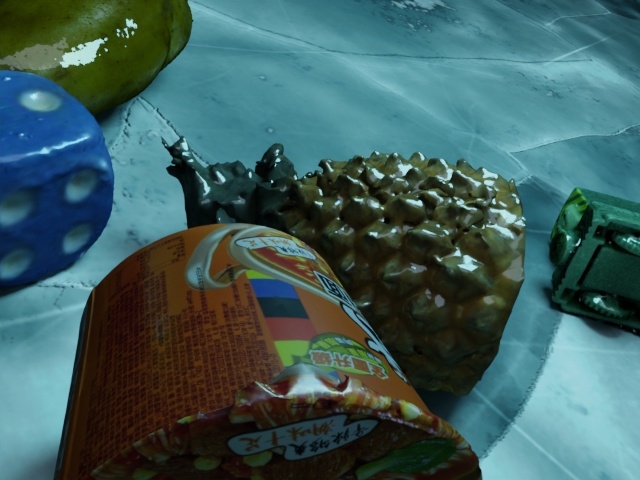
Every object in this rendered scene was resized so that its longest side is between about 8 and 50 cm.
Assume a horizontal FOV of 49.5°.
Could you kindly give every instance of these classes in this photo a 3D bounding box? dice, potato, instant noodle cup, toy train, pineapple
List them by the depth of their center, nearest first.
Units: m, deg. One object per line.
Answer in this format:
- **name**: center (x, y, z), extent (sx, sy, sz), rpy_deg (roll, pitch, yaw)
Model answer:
- **instant noodle cup**: center (-0.053, 0.119, 0.442), extent (0.250, 0.250, 0.192), rpy_deg (4, 33, -22)
- **dice**: center (-0.276, -0.056, 0.608), extent (0.143, 0.146, 0.146), rpy_deg (40, 41, 24)
- **pineapple**: center (0.000, 0.002, 0.644), extent (0.357, 0.222, 0.223), rpy_deg (16, 37, 11)
- **potato**: center (-0.290, -0.240, 0.821), extent (0.195, 0.176, 0.369), rpy_deg (44, 39, -16)
- **toy train**: center (0.433, 0.031, 0.866), extent (0.330, 0.138, 0.178), rpy_deg (14, 29, -6)
